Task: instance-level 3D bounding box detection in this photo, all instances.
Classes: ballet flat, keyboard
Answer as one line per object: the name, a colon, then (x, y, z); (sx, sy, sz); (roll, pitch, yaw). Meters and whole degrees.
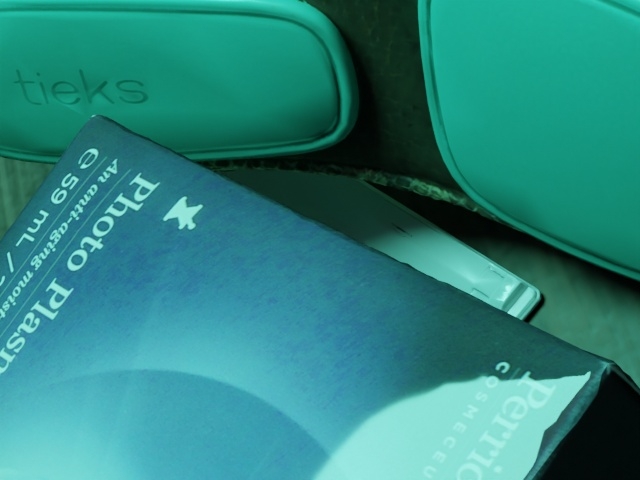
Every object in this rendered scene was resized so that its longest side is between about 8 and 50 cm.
ballet flat: (0.051, -0.096, 0.848); (0.483, 0.164, 0.182); (10, 42, 25)
keyboard: (0.000, 0.000, 0.942); (0.072, 0.014, 0.256); (-54, 44, -2)

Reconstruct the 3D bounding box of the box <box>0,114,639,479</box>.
box: (-0.038, 0.147, 0.733); (0.294, 0.183, 0.296); (26, 78, 44)
